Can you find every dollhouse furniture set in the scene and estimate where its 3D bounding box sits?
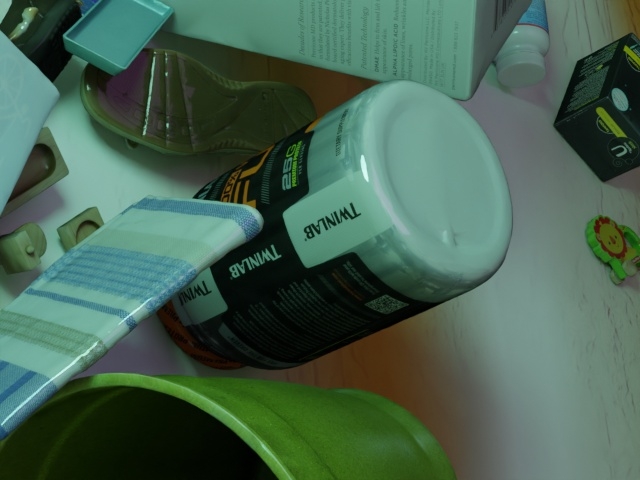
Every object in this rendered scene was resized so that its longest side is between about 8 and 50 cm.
[{"bbox_3d":[-0.220,-0.026,1.415,0.144,0.123,0.151,-41,114,-48],"label":"dollhouse furniture set"}]

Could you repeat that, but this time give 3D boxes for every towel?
[{"bbox_3d":[-0.193,0.057,1.269,0.285,0.209,0.034,-41,114,-25],"label":"towel"}]

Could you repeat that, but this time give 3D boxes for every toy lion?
[{"bbox_3d":[0.409,0.006,2.139,0.100,0.034,0.096,-25,81,-49],"label":"toy lion"}]

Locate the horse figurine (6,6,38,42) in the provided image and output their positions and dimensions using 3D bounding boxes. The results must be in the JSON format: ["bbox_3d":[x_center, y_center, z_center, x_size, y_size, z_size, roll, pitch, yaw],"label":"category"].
[{"bbox_3d":[-0.377,-0.187,1.363,0.263,0.066,0.174,31,78,-9],"label":"horse figurine"}]

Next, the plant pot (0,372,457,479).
[{"bbox_3d":[-0.053,0.270,1.325,0.353,0.366,0.367,-8,75,-60],"label":"plant pot"}]

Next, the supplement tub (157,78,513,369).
[{"bbox_3d":[0.000,0.000,1.487,0.207,0.338,0.207,23,55,-36],"label":"supplement tub"}]

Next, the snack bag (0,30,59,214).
[{"bbox_3d":[-0.354,-0.071,1.217,0.342,0.037,0.323,47,61,-56],"label":"snack bag"}]

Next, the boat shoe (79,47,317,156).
[{"bbox_3d":[-0.136,-0.131,1.621,0.285,0.089,0.105,11,78,-38],"label":"boat shoe"}]

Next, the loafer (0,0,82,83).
[{"bbox_3d":[-0.306,-0.151,1.465,0.078,0.080,0.220,18,51,15],"label":"loafer"}]

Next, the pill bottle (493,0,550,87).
[{"bbox_3d":[0.264,-0.291,2.099,0.087,0.087,0.160,19,57,-39],"label":"pill bottle"}]

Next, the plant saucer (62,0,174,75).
[{"bbox_3d":[-0.200,-0.211,1.538,0.067,0.018,0.192,28,28,-4],"label":"plant saucer"}]

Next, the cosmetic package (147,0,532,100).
[{"bbox_3d":[0.013,-0.300,1.631,0.217,0.385,0.156,-55,153,-44],"label":"cosmetic package"}]

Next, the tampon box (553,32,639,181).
[{"bbox_3d":[0.420,-0.189,2.193,0.120,0.101,0.161,45,45,-19],"label":"tampon box"}]

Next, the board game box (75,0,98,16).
[{"bbox_3d":[-0.267,-0.342,1.621,0.136,0.035,0.201,31,50,-31],"label":"board game box"}]
